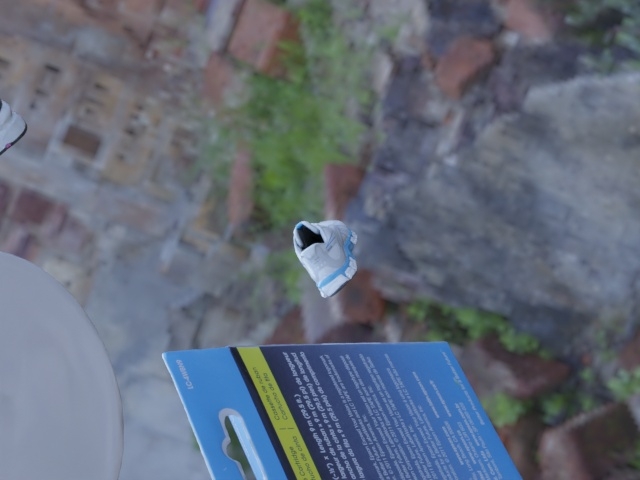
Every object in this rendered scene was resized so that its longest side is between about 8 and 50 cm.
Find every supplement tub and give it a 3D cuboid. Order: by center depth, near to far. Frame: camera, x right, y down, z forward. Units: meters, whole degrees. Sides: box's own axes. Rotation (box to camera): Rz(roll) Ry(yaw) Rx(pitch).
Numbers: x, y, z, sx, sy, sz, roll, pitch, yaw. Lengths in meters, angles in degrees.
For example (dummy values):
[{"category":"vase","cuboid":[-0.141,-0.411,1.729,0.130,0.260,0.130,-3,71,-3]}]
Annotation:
[{"category":"supplement tub","cuboid":[-0.315,0.142,1.131,0.325,0.235,0.235,-19,42,34]}]

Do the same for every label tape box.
[{"category":"label tape box","cuboid":[0.019,0.228,1.672,0.115,0.348,0.249,-60,43,38]}]

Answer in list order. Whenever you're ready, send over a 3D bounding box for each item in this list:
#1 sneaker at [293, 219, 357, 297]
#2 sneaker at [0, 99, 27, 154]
[{"category":"sneaker","cuboid":[0.000,0.000,2.196,0.071,0.083,0.190,-39,17,8]},{"category":"sneaker","cuboid":[-0.304,-0.063,1.230,0.178,0.077,0.072,-43,26,-26]}]
